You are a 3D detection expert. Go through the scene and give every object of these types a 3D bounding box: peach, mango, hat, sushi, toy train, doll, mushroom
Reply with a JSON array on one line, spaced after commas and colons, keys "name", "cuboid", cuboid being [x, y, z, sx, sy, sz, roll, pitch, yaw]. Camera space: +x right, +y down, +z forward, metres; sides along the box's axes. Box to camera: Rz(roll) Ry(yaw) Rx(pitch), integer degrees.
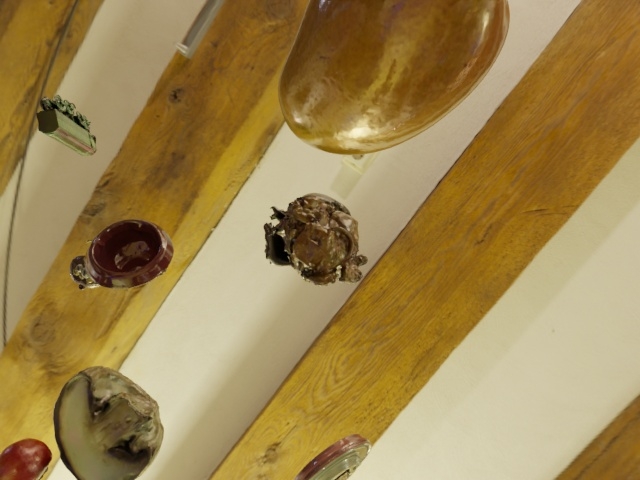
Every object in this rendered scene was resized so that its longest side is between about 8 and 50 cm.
[{"name": "peach", "cuboid": [-0.567, 0.426, 0.824, 0.098, 0.098, 0.061, 44, -51, 7]}, {"name": "mango", "cuboid": [0.085, -0.269, 0.609, 0.378, 0.221, 0.263, -34, -100, 35]}, {"name": "hat", "cuboid": [-0.447, 0.039, 1.020, 0.206, 0.205, 0.089, 20, -37, 11]}, {"name": "sushi", "cuboid": [-0.006, 0.003, 0.954, 0.200, 0.204, 0.213, -19, -79, -30]}, {"name": "toy train", "cuboid": [-0.426, -0.193, 0.729, 0.038, 0.148, 0.070, -5, -94, -5]}, {"name": "doll", "cuboid": [-0.809, 0.079, 1.512, 0.146, 0.096, 0.187, -1, -90, 4]}, {"name": "mushroom", "cuboid": [-0.473, 0.428, 0.994, 0.267, 0.164, 0.189, 32, -97, 12]}]

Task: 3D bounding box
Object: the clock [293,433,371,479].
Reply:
[{"name": "clock", "cuboid": [0.030, 0.589, 1.096, 0.244, 0.244, 0.056, -52, -127, 12]}]
